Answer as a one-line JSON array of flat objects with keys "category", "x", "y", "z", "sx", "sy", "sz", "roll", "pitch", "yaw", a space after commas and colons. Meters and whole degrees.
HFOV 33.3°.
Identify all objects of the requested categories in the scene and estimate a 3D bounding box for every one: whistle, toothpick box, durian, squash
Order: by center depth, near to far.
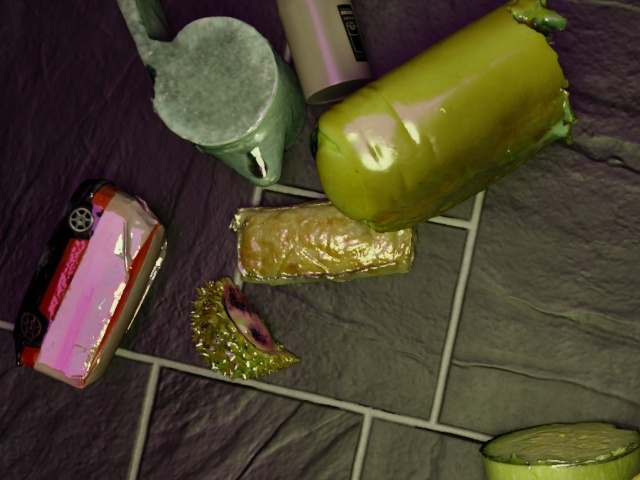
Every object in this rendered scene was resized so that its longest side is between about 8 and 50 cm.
[{"category": "squash", "x": 0.318, "y": 0.316, "z": 1.412, "sx": 0.220, "sy": 0.220, "sz": 0.133, "roll": -2, "pitch": 86, "yaw": 11}, {"category": "durian", "x": -0.140, "y": 0.140, "z": 1.570, "sx": 0.119, "sy": 0.108, "sz": 0.187, "roll": -41, "pitch": 79, "yaw": 5}, {"category": "toothpick box", "x": 0.004, "y": -0.303, "z": 1.577, "sx": 0.111, "sy": 0.111, "sz": 0.181, "roll": -17, "pitch": 83, "yaw": 10}, {"category": "whistle", "x": -0.188, "y": -0.249, "z": 1.584, "sx": 0.404, "sy": 0.168, "sz": 0.188, "roll": 33, "pitch": 91, "yaw": 16}]

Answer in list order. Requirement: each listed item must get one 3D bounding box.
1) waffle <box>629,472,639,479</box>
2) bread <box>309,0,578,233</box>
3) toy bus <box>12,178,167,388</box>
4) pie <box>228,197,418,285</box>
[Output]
[{"category": "waffle", "x": 0.375, "y": 0.485, "z": 1.314, "sx": 0.376, "sy": 0.114, "sz": 0.261, "roll": -56, "pitch": 47, "yaw": 35}, {"category": "bread", "x": 0.167, "y": -0.156, "z": 1.452, "sx": 0.376, "sy": 0.251, "sz": 0.208, "roll": -28, "pitch": 80, "yaw": -3}, {"category": "toy bus", "x": -0.343, "y": 0.066, "z": 1.610, "sx": 0.147, "sy": 0.127, "sz": 0.303, "roll": 26, "pitch": 89, "yaw": 7}, {"category": "pie", "x": 0.000, "y": 0.000, "z": 1.576, "sx": 0.282, "sy": 0.068, "sz": 0.129, "roll": -3, "pitch": 84, "yaw": 12}]
